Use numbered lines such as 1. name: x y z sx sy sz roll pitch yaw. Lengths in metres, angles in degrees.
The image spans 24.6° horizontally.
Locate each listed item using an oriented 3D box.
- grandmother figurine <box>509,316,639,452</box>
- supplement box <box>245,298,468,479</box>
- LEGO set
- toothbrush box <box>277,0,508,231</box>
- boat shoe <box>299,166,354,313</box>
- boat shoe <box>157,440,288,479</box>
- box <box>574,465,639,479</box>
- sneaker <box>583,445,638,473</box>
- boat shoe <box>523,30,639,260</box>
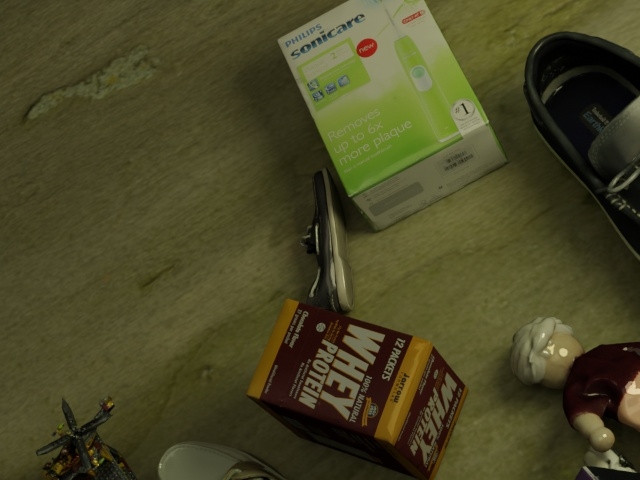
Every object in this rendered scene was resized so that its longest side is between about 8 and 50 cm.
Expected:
1. grandmother figurine: 0.363 0.181 1.698 0.342 0.104 0.208 24 34 35
2. supplement box: 0.049 0.183 1.773 0.194 0.191 0.129 15 73 26
3. LEGO set: -0.302 0.377 1.821 0.255 0.192 0.331 -35 59 4
4. toothbrush box: 0.095 -0.188 1.970 0.206 0.122 0.283 -27 58 8
5. boat shoe: 0.000 0.000 1.947 0.065 0.075 0.206 -12 67 13
6. boat shoe: -0.087 0.322 1.814 0.302 0.103 0.113 20 76 28
7. box: 0.303 0.363 1.521 0.153 0.108 0.207 46 117 51
8. sneaker: 0.345 0.363 1.629 0.118 0.110 0.292 -29 58 17
9. boat shoe: 0.397 -0.094 1.723 0.187 0.156 0.500 -39 44 1
